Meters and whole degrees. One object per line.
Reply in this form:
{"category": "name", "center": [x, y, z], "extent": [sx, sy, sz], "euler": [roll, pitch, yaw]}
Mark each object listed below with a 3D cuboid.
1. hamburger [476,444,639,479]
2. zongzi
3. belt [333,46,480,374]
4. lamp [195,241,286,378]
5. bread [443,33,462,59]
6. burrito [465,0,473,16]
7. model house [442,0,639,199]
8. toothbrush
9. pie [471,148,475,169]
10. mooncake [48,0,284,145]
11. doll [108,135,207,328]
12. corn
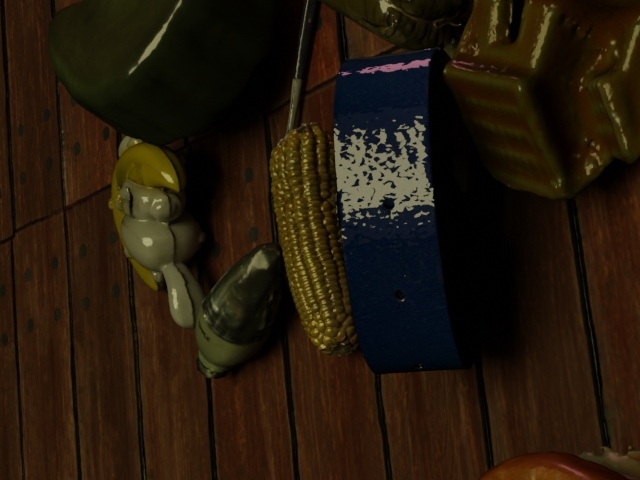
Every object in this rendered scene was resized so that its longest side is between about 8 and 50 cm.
{"category": "hamburger", "center": [0.268, 0.353, 1.401], "extent": [0.330, 0.250, 0.330], "euler": [-3, 86, 50]}
{"category": "zongzi", "center": [0.102, -0.388, 1.766], "extent": [0.274, 0.145, 0.300], "euler": [42, 113, 54]}
{"category": "belt", "center": [0.100, -0.031, 1.659], "extent": [0.117, 0.212, 0.347], "euler": [-5, 92, 19]}
{"category": "lamp", "center": [-0.104, 0.091, 1.973], "extent": [0.101, 0.101, 0.250], "euler": [63, 143, 33]}
{"category": "bread", "center": [0.141, -0.165, 1.790], "extent": [0.154, 0.028, 0.068], "euler": [-57, 47, 29]}
{"category": "burrito", "center": [0.183, -0.294, 1.750], "extent": [0.051, 0.042, 0.171], "euler": [135, 134, -58]}
{"category": "model house", "center": [0.253, -0.158, 1.548], "extent": [0.268, 0.173, 0.239], "euler": [21, 100, 51]}
{"category": "toothbrush", "center": [-0.025, -0.232, 1.997], "extent": [0.026, 0.024, 0.288], "euler": [19, 100, 63]}
{"category": "pie", "center": [0.140, -0.086, 1.770], "extent": [0.085, 0.017, 0.085], "euler": [6, 102, 32]}
{"category": "mooncake", "center": [-0.197, -0.303, 2.045], "extent": [0.351, 0.187, 0.351], "euler": [-27, 47, 34]}
{"category": "doll", "center": [-0.224, -0.026, 2.129], "extent": [0.252, 0.111, 0.237], "euler": [34, 127, 54]}
{"category": "corn", "center": [0.000, 0.000, 1.885], "extent": [0.101, 0.101, 0.292], "euler": [-28, 68, 44]}
